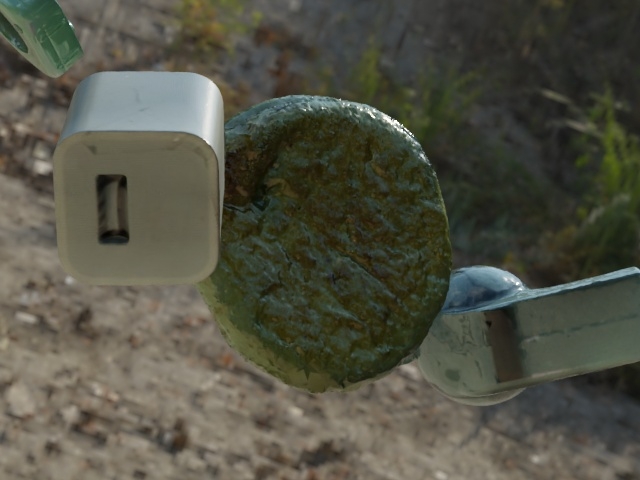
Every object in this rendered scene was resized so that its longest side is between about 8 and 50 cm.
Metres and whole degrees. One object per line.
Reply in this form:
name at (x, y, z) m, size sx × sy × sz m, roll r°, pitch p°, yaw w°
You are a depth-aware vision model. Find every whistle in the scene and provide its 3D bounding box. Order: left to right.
whistle at (0.204, 0.094, 1.653) m, size 0.289 × 0.163 × 0.163 m, roll -12°, pitch 15°, yaw 4°

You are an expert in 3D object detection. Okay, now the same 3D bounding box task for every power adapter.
power adapter at (-0.138, -0.065, 1.236) m, size 0.125 × 0.130 × 0.205 m, roll 0°, pitch 24°, yaw -2°

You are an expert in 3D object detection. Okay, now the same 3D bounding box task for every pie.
pie at (0.000, 0.000, 1.395) m, size 0.277 × 0.277 × 0.078 m, roll 15°, pitch -15°, yaw -22°

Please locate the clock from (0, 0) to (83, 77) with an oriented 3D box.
clock at (-0.261, -0.203, 1.304) m, size 0.135 × 0.041 × 0.101 m, roll 43°, pitch -12°, yaw 20°
